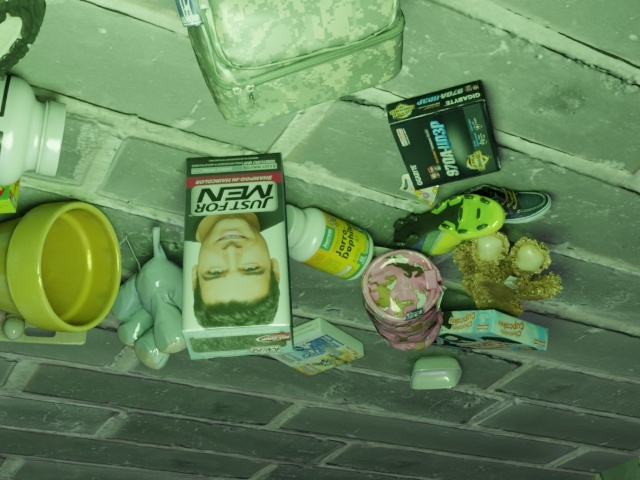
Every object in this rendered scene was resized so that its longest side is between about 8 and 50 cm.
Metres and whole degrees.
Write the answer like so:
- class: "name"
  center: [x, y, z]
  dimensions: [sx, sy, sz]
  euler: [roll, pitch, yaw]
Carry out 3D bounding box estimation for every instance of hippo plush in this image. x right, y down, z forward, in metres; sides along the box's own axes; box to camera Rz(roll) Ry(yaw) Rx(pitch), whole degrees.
- class: "hippo plush"
  center: [-0.310, 0.122, 1.931]
  dimensions: [0.234, 0.294, 0.236]
  euler: [-11, 178, 44]

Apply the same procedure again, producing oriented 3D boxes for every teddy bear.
- class: "teddy bear"
  center: [0.409, 0.058, 1.946]
  dimensions: [0.245, 0.113, 0.338]
  euler: [2, 154, 24]

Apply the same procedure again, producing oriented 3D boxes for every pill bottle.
- class: "pill bottle"
  center: [-0.583, -0.189, 1.409]
  dimensions: [0.322, 0.182, 0.181]
  euler: [9, 145, -19]
- class: "pill bottle"
  center: [0.000, 0.000, 1.825]
  dimensions: [0.208, 0.118, 0.117]
  euler: [23, 138, -35]

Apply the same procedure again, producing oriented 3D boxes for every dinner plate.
- class: "dinner plate"
  center: [0.141, 0.041, 1.949]
  dimensions: [0.141, 0.017, 0.141]
  euler: [10, 164, 3]

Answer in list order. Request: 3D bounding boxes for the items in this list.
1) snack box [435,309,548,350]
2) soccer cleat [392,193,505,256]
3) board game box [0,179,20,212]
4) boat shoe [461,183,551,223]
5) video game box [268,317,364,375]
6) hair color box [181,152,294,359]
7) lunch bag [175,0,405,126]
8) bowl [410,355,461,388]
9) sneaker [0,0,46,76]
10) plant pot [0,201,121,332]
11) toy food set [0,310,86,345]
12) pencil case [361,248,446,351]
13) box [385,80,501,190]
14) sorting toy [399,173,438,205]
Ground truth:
- class: "snack box"
  center: [0.374, 0.223, 2.154]
  dimensions: [0.187, 0.060, 0.322]
  euler: [19, 164, -31]
- class: "soccer cleat"
  center: [0.275, -0.028, 1.805]
  dimensions: [0.121, 0.094, 0.289]
  euler: [17, 158, -37]
- class: "board game box"
  center: [-0.655, -0.095, 1.625]
  dimensions: [0.181, 0.092, 0.043]
  euler: [-4, 148, -1]
- class: "boat shoe"
  center: [0.379, -0.078, 1.797]
  dimensions: [0.183, 0.065, 0.083]
  euler: [-11, 145, 11]
- class: "video game box"
  center: [-0.017, 0.285, 2.324]
  dimensions: [0.187, 0.048, 0.205]
  euler: [-22, 143, 29]
- class: "hair color box"
  center: [-0.151, 0.021, 1.604]
  dimensions: [0.185, 0.375, 0.114]
  euler: [-4, 147, -1]
- class: "lunch bag"
  center: [-0.044, -0.327, 1.187]
  dimensions: [0.305, 0.213, 0.256]
  euler: [-18, 148, -8]
- class: "bowl"
  center: [0.323, 0.371, 2.489]
  dimensions: [0.142, 0.053, 0.142]
  euler: [-4, 147, -3]
- class: "sneaker"
  center: [-0.582, -0.254, 1.247]
  dimensions: [0.410, 0.182, 0.158]
  euler: [-43, 167, 4]
- class: "plant pot"
  center: [-0.566, 0.052, 1.748]
  dimensions: [0.238, 0.254, 0.254]
  euler: [-1, 151, 25]
- class: "toy food set"
  center: [-0.643, 0.152, 2.004]
  dimensions: [0.219, 0.092, 0.306]
  euler: [5, 146, -14]
- class: "pencil case"
  center: [0.190, 0.143, 1.962]
  dimensions: [0.160, 0.167, 0.386]
  euler: [-45, 163, -8]
- class: "box"
  center: [0.232, -0.189, 1.624]
  dimensions: [0.175, 0.051, 0.220]
  euler: [-13, 146, 12]
- class: "sorting toy"
  center: [0.197, -0.108, 1.764]
  dimensions: [0.075, 0.045, 0.083]
  euler: [15, 147, 6]
